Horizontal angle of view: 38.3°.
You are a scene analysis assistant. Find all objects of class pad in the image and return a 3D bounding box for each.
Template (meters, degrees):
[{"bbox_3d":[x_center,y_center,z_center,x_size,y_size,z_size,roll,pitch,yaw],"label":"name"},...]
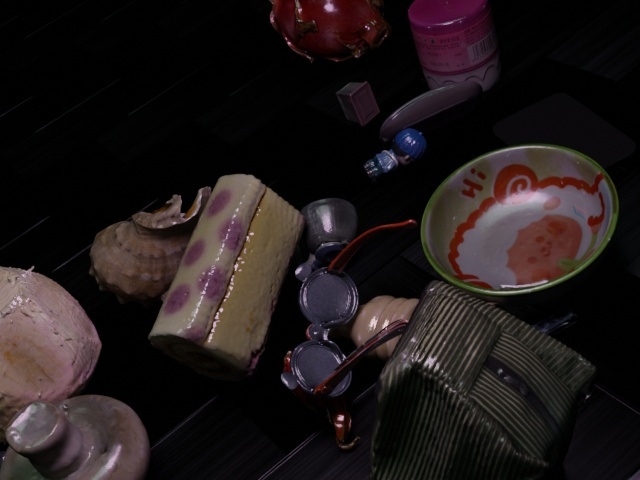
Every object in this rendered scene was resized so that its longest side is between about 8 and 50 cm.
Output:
[{"bbox_3d":[0.468,-0.201,1.791,0.181,0.004,0.267,-27,39,-5],"label":"pad"}]

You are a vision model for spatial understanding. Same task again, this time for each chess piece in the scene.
[{"bbox_3d":[0.135,0.150,1.482,0.307,0.124,0.138,5,76,34],"label":"chess piece"}]

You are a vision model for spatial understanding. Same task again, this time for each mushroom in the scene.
[{"bbox_3d":[-0.396,0.329,1.432,0.244,0.243,0.243,-13,41,11],"label":"mushroom"}]

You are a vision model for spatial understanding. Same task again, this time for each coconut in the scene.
[{"bbox_3d":[-0.531,0.204,1.611,0.297,0.254,0.297,-30,28,18],"label":"coconut"}]

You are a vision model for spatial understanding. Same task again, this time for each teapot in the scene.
[{"bbox_3d":[0.000,-0.006,1.715,0.149,0.111,0.108,-11,54,6],"label":"teapot"}]

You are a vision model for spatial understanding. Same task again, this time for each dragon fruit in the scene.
[{"bbox_3d":[0.015,-0.552,2.231,0.250,0.250,0.315,-30,57,-9],"label":"dragon fruit"},{"bbox_3d":[0.013,0.245,1.458,0.094,0.094,0.190,-32,62,-11],"label":"dragon fruit"}]

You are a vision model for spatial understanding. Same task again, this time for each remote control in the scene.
[{"bbox_3d":[0.361,0.135,1.459,0.096,0.014,0.039,-27,40,-7],"label":"remote control"}]

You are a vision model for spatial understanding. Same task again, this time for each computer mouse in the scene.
[{"bbox_3d":[0.225,-0.266,1.899,0.232,0.120,0.057,-25,71,-1],"label":"computer mouse"}]

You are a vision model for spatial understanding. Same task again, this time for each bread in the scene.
[{"bbox_3d":[-0.156,0.062,1.600,0.155,0.187,0.338,-14,48,46],"label":"bread"}]

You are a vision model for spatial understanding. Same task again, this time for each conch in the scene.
[{"bbox_3d":[-0.290,0.012,1.767,0.324,0.186,0.263,-18,18,48],"label":"conch"}]

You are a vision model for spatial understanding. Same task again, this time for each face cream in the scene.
[{"bbox_3d":[0.292,-0.427,1.978,0.175,0.194,0.175,-13,39,11],"label":"face cream"}]

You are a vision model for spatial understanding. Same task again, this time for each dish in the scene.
[{"bbox_3d":[0.341,-0.006,1.547,0.324,0.124,0.324,-14,47,15],"label":"dish"}]

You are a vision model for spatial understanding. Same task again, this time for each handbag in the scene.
[{"bbox_3d":[0.198,0.244,1.189,0.240,0.340,0.247,22,50,19],"label":"handbag"}]

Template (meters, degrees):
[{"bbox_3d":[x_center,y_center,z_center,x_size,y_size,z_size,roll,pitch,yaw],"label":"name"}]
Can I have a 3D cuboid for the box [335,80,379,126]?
[{"bbox_3d":[0.080,-0.305,2.029,0.060,0.084,0.063,-42,38,-21],"label":"box"}]

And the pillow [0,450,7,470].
[{"bbox_3d":[-0.643,0.416,1.542,0.250,0.106,0.186,5,47,23],"label":"pillow"}]

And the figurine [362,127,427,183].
[{"bbox_3d":[0.149,-0.175,1.853,0.136,0.079,0.077,-23,42,0],"label":"figurine"}]

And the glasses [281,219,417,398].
[{"bbox_3d":[0.040,0.088,1.365,0.118,0.268,0.234,17,55,-13],"label":"glasses"}]
